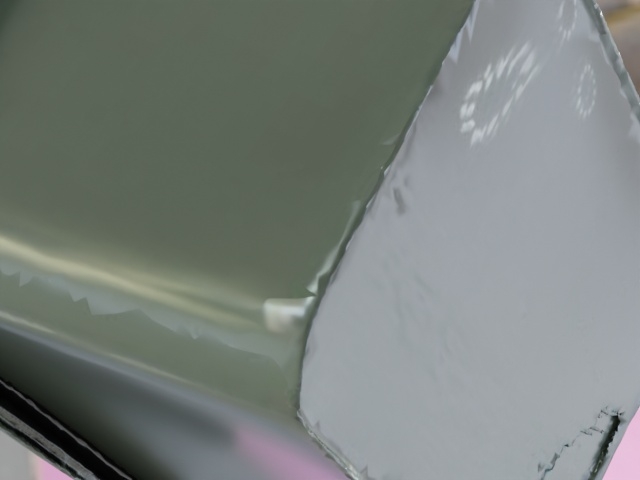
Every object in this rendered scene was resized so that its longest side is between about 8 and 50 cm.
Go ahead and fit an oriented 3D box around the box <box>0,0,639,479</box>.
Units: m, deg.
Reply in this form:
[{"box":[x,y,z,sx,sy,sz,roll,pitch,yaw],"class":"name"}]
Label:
[{"box":[0.000,0.000,0.494,0.135,0.163,0.243,20,-17,28],"class":"box"}]
